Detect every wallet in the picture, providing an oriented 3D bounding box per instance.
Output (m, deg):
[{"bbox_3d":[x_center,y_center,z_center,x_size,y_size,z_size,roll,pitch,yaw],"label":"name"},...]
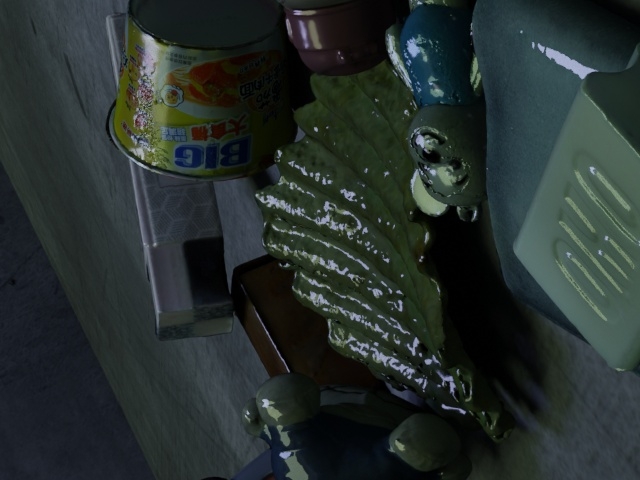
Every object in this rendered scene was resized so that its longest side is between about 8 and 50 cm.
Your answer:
[{"bbox_3d":[0.197,-0.026,1.100,0.251,0.054,0.290,41,147,52],"label":"wallet"}]

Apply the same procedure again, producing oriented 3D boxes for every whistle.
[{"bbox_3d":[0.097,-0.128,1.248,0.114,0.077,0.236,0,104,45],"label":"whistle"}]

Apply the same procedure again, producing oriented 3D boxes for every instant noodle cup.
[{"bbox_3d":[-0.116,-0.178,1.661,0.205,0.205,0.153,52,146,43],"label":"instant noodle cup"}]

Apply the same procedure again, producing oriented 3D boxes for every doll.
[{"bbox_3d":[0.038,0.205,1.601,0.258,0.228,0.154,-23,-55,-79],"label":"doll"}]

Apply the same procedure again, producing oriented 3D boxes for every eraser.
[{"bbox_3d":[-0.180,-0.084,1.922,0.098,0.096,0.404,101,159,-63],"label":"eraser"}]

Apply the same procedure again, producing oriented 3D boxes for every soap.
[{"bbox_3d":[0.189,-0.014,0.968,0.119,0.066,0.198,53,159,20],"label":"soap"}]

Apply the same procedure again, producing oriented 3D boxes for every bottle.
[{"bbox_3d":[0.002,-0.250,1.327,0.110,0.110,0.233,36,144,60],"label":"bottle"}]

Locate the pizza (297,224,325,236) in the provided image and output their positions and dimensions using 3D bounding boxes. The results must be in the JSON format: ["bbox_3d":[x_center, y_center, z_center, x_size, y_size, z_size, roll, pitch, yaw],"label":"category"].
[{"bbox_3d":[-0.001,0.000,1.736,0.134,0.046,0.175,61,161,24],"label":"pizza"}]

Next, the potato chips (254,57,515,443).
[{"bbox_3d":[0.054,0.014,1.510,0.389,0.097,0.373,10,119,69],"label":"potato chips"}]

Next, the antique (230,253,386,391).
[{"bbox_3d":[0.005,0.156,1.824,0.310,0.093,0.087,60,161,25],"label":"antique"}]

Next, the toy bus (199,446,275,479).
[{"bbox_3d":[-0.017,0.346,1.855,0.232,0.287,0.194,38,151,30],"label":"toy bus"}]
